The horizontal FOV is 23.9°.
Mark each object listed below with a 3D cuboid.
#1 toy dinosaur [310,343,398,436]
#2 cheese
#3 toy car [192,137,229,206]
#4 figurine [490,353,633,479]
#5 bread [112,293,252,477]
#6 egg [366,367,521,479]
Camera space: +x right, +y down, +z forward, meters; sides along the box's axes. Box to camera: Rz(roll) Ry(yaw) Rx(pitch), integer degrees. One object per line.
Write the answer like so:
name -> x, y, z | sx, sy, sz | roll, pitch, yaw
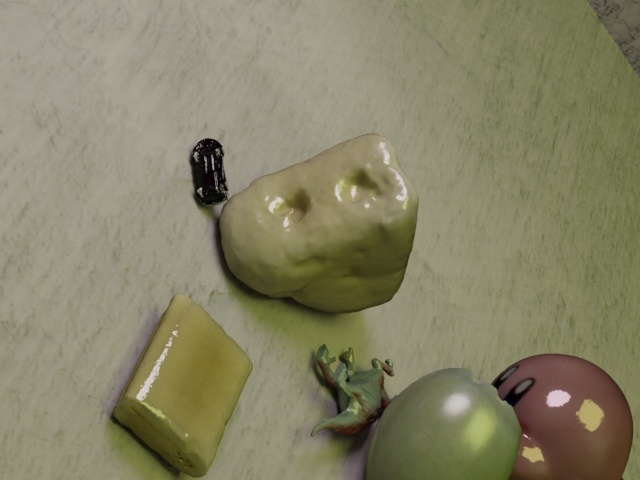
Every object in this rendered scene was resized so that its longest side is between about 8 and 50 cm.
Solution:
toy dinosaur -> 0.046, 0.216, 1.959 | 0.167, 0.053, 0.242 | 60, 24, -17
cheese -> -0.001, -0.001, 1.976 | 0.248, 0.251, 0.173 | 77, -8, -60
toy car -> -0.140, -0.088, 1.928 | 0.025, 0.041, 0.093 | 68, 13, -63
figurine -> 0.341, 0.273, 2.124 | 0.261, 0.211, 0.269 | 39, 4, -22
bread -> -0.155, 0.166, 1.718 | 0.139, 0.060, 0.178 | 48, 37, -20
egg -> 0.147, 0.278, 1.938 | 0.217, 0.183, 0.183 | -43, 108, -16
